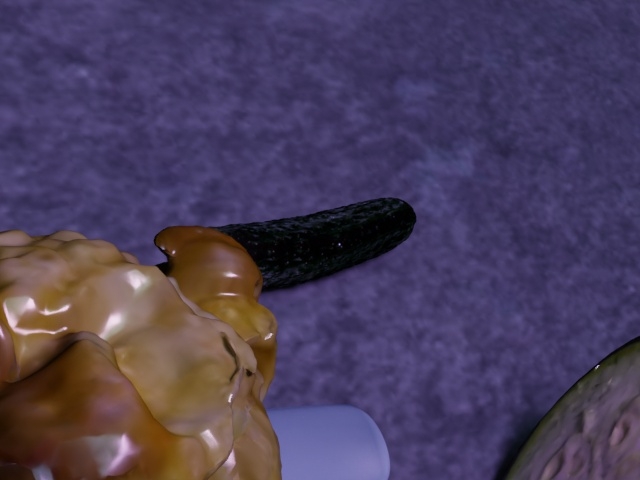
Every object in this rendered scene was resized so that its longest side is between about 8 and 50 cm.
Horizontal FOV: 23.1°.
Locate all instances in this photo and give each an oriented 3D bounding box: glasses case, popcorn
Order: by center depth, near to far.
[{"bbox_3d":[-0.147,0.105,0.890,0.265,0.225,0.332,22,38,5],"label":"popcorn"},{"bbox_3d":[-0.028,0.150,1.064,0.178,0.045,0.067,0,61,-38],"label":"glasses case"}]

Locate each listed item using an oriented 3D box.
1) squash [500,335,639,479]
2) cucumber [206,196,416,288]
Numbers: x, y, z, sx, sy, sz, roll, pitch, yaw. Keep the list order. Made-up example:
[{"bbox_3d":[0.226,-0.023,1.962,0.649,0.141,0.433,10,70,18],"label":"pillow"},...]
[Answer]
[{"bbox_3d":[0.336,0.264,1.109,0.384,0.263,0.263,35,45,-13],"label":"squash"},{"bbox_3d":[0.000,0.000,1.189,0.215,0.052,0.058,-12,40,-44],"label":"cucumber"}]
